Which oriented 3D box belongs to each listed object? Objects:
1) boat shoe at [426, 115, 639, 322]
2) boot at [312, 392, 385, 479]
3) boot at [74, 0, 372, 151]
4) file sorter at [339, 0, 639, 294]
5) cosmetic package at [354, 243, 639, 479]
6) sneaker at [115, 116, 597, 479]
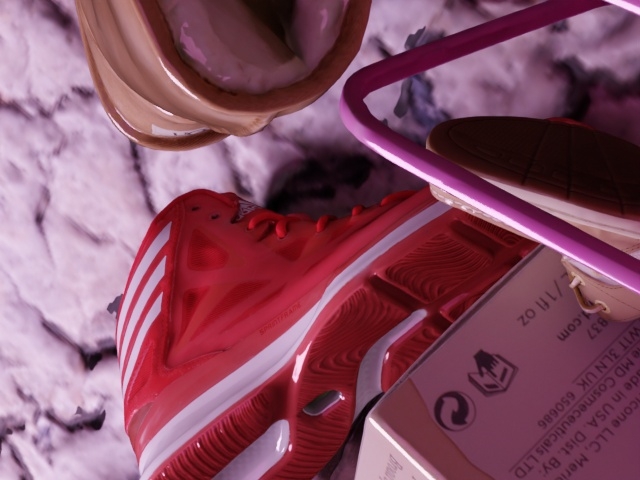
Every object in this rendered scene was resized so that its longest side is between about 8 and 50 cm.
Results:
[{"bbox_3d":[0.092,0.002,0.526,0.135,0.050,0.045,17,121,4],"label":"boat shoe"},{"bbox_3d":[-0.038,0.121,0.792,0.248,0.090,0.207,27,109,31],"label":"boot"},{"bbox_3d":[-0.052,-0.141,0.562,0.269,0.089,0.236,167,84,-83],"label":"boot"},{"bbox_3d":[0.139,-0.141,0.455,0.182,0.202,0.290,30,124,28],"label":"file sorter"},{"bbox_3d":[0.156,0.146,0.577,0.309,0.113,0.160,43,161,17],"label":"cosmetic package"},{"bbox_3d":[0.000,0.000,0.691,0.221,0.087,0.128,-37,50,14],"label":"sneaker"}]
